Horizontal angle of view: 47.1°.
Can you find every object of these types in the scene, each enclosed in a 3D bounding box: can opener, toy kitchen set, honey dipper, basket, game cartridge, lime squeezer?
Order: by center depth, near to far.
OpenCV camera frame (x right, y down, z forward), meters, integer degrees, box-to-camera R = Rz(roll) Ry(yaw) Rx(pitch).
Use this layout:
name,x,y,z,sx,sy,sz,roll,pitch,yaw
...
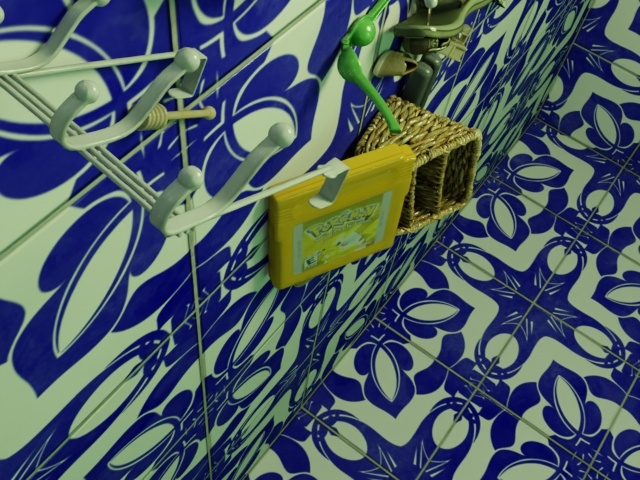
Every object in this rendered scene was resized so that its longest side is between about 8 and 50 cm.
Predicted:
name,x,y,z,sx,sy,sz,roll,pitch,yaw
honey dipper,-0.167,-0.149,0.868,0.030,0.030,0.161,-62,165,21
lime squeezer,0.084,-0.314,1.174,0.059,0.110,0.310,48,44,-58
game cartridge,0.035,-0.041,1.427,0.285,0.052,0.323,-21,154,-15
basket,0.200,-0.125,1.598,0.213,0.223,0.299,-57,163,-23
toy kitchen set,0.283,-0.449,1.611,0.068,0.075,0.083,-61,-156,29
can opener,0.224,-0.291,1.627,0.076,0.095,0.283,-49,169,-26

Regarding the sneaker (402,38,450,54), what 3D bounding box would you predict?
name,x,y,z,sx,sy,sz,roll,pitch,yaw
sneaker,0.231,-0.397,1.455,0.188,0.071,0.066,-35,132,-50

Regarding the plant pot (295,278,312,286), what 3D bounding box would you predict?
name,x,y,z,sx,sy,sz,roll,pitch,yaw
plant pot,0.000,0.000,1.670,0.236,0.032,0.236,-50,164,-20

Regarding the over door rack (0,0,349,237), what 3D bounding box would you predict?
name,x,y,z,sx,sy,sz,roll,pitch,yaw
over door rack,-0.118,-0.125,0.678,0.108,0.239,0.324,-56,165,20

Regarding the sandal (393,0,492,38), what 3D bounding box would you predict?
name,x,y,z,sx,sy,sz,roll,pitch,yaw
sandal,0.227,-0.444,1.351,0.303,0.120,0.086,-46,134,-37

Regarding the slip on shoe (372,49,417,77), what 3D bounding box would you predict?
name,x,y,z,sx,sy,sz,roll,pitch,yaw
slip on shoe,0.144,-0.334,1.406,0.135,0.041,0.051,-29,149,-59

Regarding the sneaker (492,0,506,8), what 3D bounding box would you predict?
name,x,y,z,sx,sy,sz,roll,pitch,yaw
sneaker,0.433,-0.590,1.762,0.043,0.040,0.109,-61,164,12

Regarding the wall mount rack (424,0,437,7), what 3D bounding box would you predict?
name,x,y,z,sx,sy,sz,roll,pitch,yaw
wall mount rack,0.254,-0.481,1.072,0.350,0.130,0.304,-40,178,41
